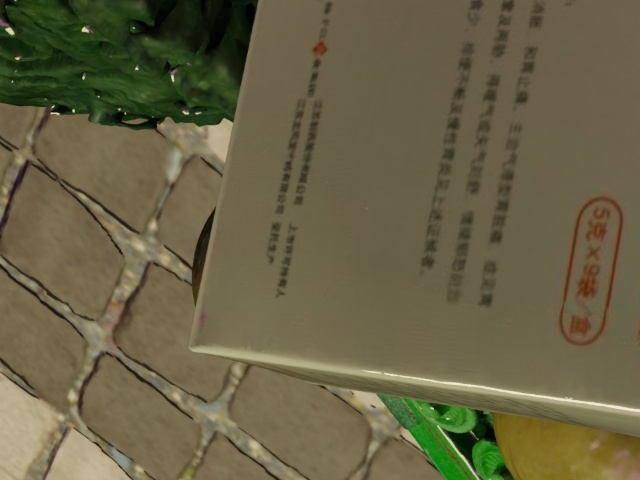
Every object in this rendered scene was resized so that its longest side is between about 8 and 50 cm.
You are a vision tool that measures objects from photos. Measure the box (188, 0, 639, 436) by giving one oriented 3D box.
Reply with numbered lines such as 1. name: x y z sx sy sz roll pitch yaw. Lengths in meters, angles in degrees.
1. box: 0.113 -0.028 0.754 0.299 0.106 0.200 6 81 31

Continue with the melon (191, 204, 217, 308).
1. melon: 0.000 0.000 0.932 0.099 0.099 0.162 45 133 -2

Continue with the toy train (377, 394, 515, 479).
1. toy train: 0.110 0.130 0.969 0.251 0.085 0.119 53 150 -4

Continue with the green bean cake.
1. green bean cake: -0.120 -0.122 0.860 0.208 0.107 0.193 6 169 36

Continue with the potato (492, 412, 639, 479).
1. potato: 0.173 0.086 0.838 0.200 0.154 0.137 40 149 16
